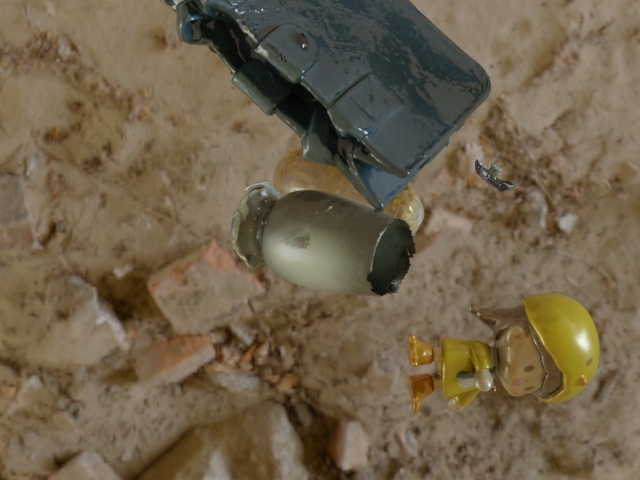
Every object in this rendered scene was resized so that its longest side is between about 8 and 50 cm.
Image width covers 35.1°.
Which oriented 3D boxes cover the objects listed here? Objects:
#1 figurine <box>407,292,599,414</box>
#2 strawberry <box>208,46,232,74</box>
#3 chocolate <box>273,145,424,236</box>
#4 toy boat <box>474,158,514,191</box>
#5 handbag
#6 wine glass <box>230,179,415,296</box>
[{"bbox_3d":[0.323,0.204,1.788,0.343,0.187,0.215,-8,139,-6],"label":"figurine"},{"bbox_3d":[-0.021,-0.343,1.348,0.276,0.257,0.257,-17,130,10],"label":"strawberry"},{"bbox_3d":[0.044,-0.067,1.567,0.134,0.309,0.134,-15,114,-35],"label":"chocolate"},{"bbox_3d":[0.308,-0.118,1.794,0.083,0.038,0.038,36,126,13],"label":"toy boat"},{"bbox_3d":[0.000,-0.139,0.709,0.229,0.179,0.062,44,130,3],"label":"handbag"},{"bbox_3d":[0.000,0.000,1.148,0.204,0.111,0.111,15,141,33],"label":"wine glass"}]
